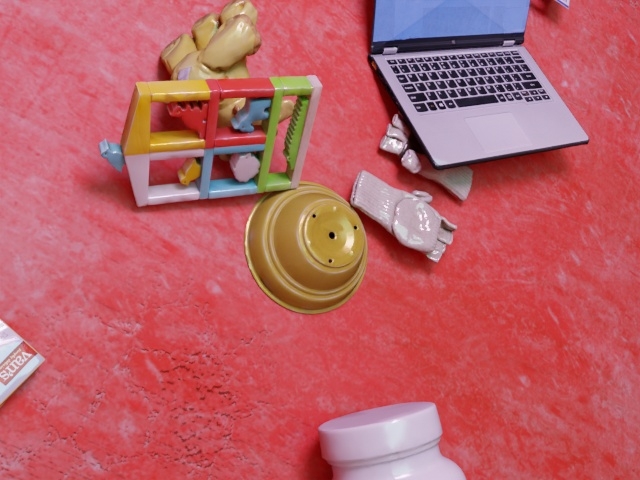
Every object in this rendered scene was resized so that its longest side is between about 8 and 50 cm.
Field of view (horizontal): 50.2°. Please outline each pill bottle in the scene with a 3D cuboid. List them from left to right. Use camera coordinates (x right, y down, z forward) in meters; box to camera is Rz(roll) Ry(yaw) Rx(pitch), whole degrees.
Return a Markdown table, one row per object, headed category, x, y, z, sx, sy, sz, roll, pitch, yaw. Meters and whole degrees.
| category | x | y | z | sx | sy | sz | roll | pitch | yaw |
| --- | --- | --- | --- | --- | --- | --- | --- | --- | --- |
| pill bottle | 0.115 | 0.422 | 0.943 | 0.210 | 0.210 | 0.362 | -8 | 81 | -29 |

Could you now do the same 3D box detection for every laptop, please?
| category | x | y | z | sx | sy | sz | roll | pitch | yaw |
| --- | --- | --- | --- | --- | --- | --- | --- | --- | --- |
| laptop | 0.304 | -0.374 | 1.203 | 0.382 | 0.236 | 0.407 | -12 | 64 | -28 |

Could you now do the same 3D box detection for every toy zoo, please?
| category | x | y | z | sx | sy | sz | roll | pitch | yaw |
| --- | --- | --- | --- | --- | --- | --- | --- | --- | --- |
| toy zoo | -0.153 | -0.136 | 0.946 | 0.293 | 0.192 | 0.030 | -8 | 49 | -24 |

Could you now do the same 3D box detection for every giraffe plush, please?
| category | x | y | z | sx | sy | sz | roll | pitch | yaw |
| --- | --- | --- | --- | --- | --- | --- | --- | --- | --- |
| giraffe plush | -0.130 | -0.221 | 1.008 | 0.170 | 0.182 | 0.210 | 48 | 38 | -35 |

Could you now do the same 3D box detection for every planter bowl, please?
| category | x | y | z | sx | sy | sz | roll | pitch | yaw |
| --- | --- | --- | --- | --- | --- | --- | --- | --- | --- |
| planter bowl | 0.000 | 0.000 | 1.052 | 0.217 | 0.090 | 0.217 | 7 | 74 | -26 |

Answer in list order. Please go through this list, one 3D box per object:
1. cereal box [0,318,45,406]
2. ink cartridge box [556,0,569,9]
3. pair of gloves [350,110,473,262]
| category | x | y | z | sx | sy | sz | roll | pitch | yaw |
| --- | --- | --- | --- | --- | --- | --- | --- | --- | --- |
| cereal box | -0.477 | 0.125 | 0.801 | 0.240 | 0.047 | 0.173 | 47 | 62 | -11 |
| ink cartridge box | 0.476 | -0.647 | 1.466 | 0.165 | 0.065 | 0.332 | 26 | 66 | -20 |
| pair of gloves | 0.169 | -0.095 | 1.171 | 0.204 | 0.042 | 0.240 | 37 | 57 | -15 |
